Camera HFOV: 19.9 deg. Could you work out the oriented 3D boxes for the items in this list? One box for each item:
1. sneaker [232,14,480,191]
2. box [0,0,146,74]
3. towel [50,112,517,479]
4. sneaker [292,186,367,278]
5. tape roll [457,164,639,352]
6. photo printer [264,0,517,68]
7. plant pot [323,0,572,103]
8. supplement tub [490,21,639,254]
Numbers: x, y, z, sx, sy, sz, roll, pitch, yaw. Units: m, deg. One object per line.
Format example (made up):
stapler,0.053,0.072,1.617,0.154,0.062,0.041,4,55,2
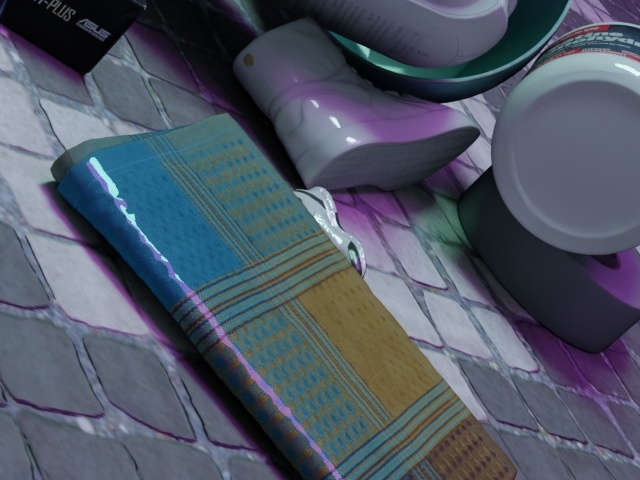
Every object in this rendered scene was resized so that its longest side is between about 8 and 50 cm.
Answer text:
sneaker,0.034,-0.136,1.689,0.169,0.108,0.292,55,24,16
box,-0.224,-0.238,1.430,0.147,0.077,0.180,32,25,-31
towel,-0.017,0.066,1.321,0.370,0.040,0.271,51,22,8
sneaker,0.000,0.000,1.483,0.044,0.040,0.109,2,41,-39
tape roll,0.241,0.009,1.862,0.219,0.072,0.219,39,22,-19
photo printer,0.026,-0.254,1.632,0.307,0.107,0.256,24,-6,-3
plant pot,0.107,-0.258,1.886,0.290,0.290,0.195,50,-15,12
supplement tub,0.277,-0.108,1.772,0.191,0.191,0.272,45,21,-1
